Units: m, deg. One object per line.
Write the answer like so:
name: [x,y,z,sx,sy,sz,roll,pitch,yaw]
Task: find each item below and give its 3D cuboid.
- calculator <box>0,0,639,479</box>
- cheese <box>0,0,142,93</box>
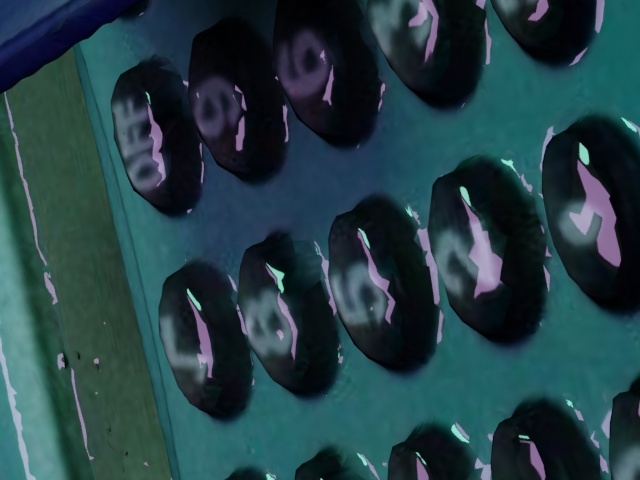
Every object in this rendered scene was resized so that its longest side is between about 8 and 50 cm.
calculator: [0.000,0.000,0.402,0.274,0.058,0.248,-19,82,43]
cheese: [-0.047,-0.142,0.381,0.156,0.064,0.250,-23,52,41]
